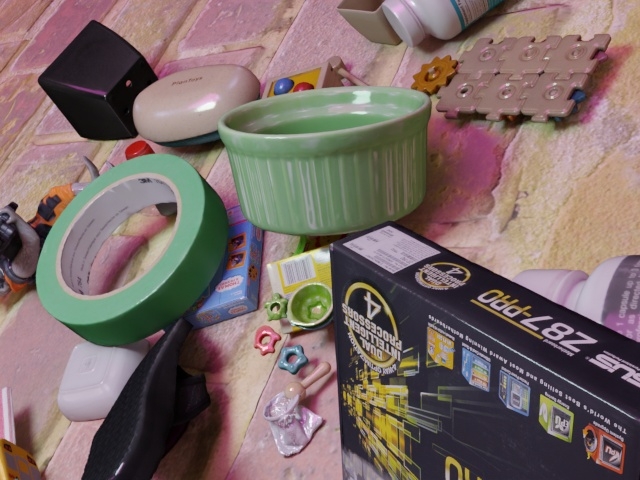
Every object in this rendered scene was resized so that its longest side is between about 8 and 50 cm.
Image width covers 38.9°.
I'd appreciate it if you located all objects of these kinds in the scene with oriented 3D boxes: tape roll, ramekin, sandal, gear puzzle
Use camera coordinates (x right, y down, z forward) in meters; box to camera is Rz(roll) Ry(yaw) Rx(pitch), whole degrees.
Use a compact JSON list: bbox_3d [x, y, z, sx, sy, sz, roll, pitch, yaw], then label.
[{"bbox_3d":[-0.302,0.010,1.444,0.321,0.077,0.321,-16,51,21],"label":"tape roll"},{"bbox_3d":[0.012,-0.118,1.298,0.303,0.148,0.303,-6,20,2],"label":"ramekin"},{"bbox_3d":[-0.219,0.246,1.194,0.167,0.107,0.446,-48,13,15],"label":"sandal"},{"bbox_3d":[0.273,-0.242,1.403,0.339,0.044,0.175,11,60,45],"label":"gear puzzle"}]

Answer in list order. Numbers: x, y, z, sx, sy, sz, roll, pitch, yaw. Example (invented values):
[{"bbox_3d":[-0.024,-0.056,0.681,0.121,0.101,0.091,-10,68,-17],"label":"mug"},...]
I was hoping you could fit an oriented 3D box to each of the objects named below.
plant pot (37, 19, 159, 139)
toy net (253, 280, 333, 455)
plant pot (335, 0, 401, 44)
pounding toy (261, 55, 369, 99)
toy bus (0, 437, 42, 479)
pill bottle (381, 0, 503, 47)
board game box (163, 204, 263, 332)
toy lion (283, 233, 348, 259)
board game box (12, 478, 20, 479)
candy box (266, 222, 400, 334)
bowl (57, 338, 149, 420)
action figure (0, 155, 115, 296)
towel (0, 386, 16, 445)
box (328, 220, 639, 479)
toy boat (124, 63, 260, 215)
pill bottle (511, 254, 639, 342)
[{"bbox_3d":[-0.436,-0.318,1.899,0.167,0.188,0.187,23,67,32],"label":"plant pot"},{"bbox_3d":[-0.045,0.166,1.201,0.122,0.045,0.232,-1,59,20],"label":"toy net"},{"bbox_3d":[0.115,-0.416,1.637,0.109,0.096,0.109,21,66,47],"label":"plant pot"},{"bbox_3d":[-0.005,-0.265,1.581,0.181,0.094,0.206,-11,47,29],"label":"pounding toy"},{"bbox_3d":[-0.559,0.425,1.280,0.332,0.108,0.130,-30,55,0],"label":"toy bus"},{"bbox_3d":[0.236,-0.442,1.534,0.264,0.146,0.146,-35,39,2],"label":"pill bottle"},{"bbox_3d":[-0.171,0.042,1.451,0.160,0.039,0.211,-19,42,21],"label":"board game box"},{"bbox_3d":[0.000,0.000,1.338,0.034,0.096,0.100,39,120,36],"label":"toy lion"},{"bbox_3d":[-0.377,0.448,1.136,0.030,0.136,0.260,-17,43,21],"label":"board game box"},{"bbox_3d":[0.028,0.055,1.261,0.206,0.027,0.105,-18,82,22],"label":"candy box"},{"bbox_3d":[-0.347,0.206,1.413,0.142,0.053,0.142,-14,46,27],"label":"bowl"},{"bbox_3d":[-0.509,-0.009,1.651,0.330,0.178,0.341,-42,15,1],"label":"action figure"},{"bbox_3d":[-0.554,0.325,1.400,0.197,0.029,0.144,-30,42,2],"label":"towel"},{"bbox_3d":[0.162,0.192,0.852,0.097,0.318,0.395,-22,32,-29],"label":"box"},{"bbox_3d":[-0.254,-0.195,1.681,0.267,0.148,0.318,-2,43,29],"label":"toy boat"},{"bbox_3d":[0.363,0.115,0.858,0.361,0.204,0.204,1,53,36],"label":"pill bottle"}]
